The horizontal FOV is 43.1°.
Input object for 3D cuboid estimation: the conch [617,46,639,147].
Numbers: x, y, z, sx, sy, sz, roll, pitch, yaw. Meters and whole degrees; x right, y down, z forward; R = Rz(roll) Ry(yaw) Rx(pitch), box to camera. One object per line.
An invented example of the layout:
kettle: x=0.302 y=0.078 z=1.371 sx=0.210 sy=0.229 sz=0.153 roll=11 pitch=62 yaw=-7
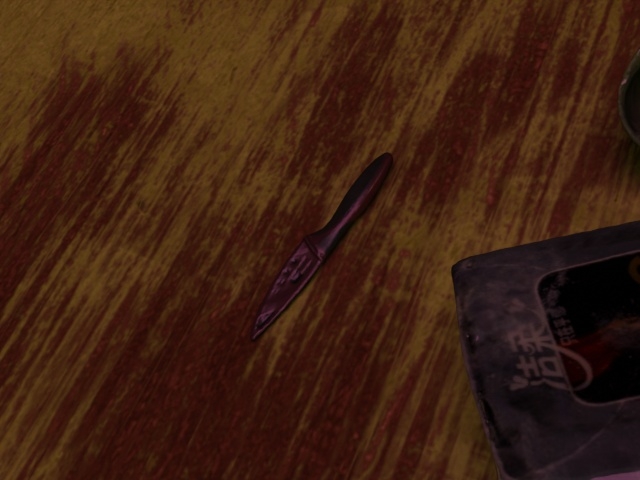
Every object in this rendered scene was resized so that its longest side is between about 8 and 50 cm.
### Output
conch: x=0.388 y=-0.135 z=0.760 sx=0.181 sy=0.124 sz=0.187 roll=39 pitch=97 yaw=21

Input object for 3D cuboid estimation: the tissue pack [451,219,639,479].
tissue pack: x=0.292 y=0.087 z=0.604 sx=0.361 sy=0.122 sz=0.259 roll=-12 pitch=35 yaw=9

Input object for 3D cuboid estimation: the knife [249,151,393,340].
knife: x=0.000 y=0.000 z=0.826 sx=0.035 sy=0.018 sz=0.247 roll=30 pitch=71 yaw=25
